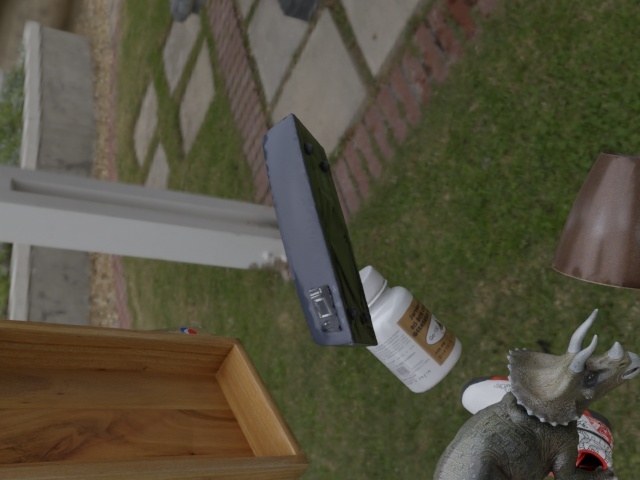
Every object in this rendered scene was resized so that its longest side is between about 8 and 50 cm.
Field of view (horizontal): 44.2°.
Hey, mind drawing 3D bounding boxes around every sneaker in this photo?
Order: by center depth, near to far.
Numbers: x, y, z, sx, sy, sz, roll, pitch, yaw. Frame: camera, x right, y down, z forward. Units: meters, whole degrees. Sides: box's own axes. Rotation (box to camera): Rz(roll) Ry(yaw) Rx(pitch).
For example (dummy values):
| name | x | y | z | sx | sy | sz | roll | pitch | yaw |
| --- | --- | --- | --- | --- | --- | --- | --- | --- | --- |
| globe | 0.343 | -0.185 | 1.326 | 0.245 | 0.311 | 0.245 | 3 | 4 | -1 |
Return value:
| name | x | y | z | sx | sy | sz | roll | pitch | yaw |
| --- | --- | --- | --- | --- | --- | --- | --- | --- | --- |
| sneaker | 0.369 | 0.325 | 1.354 | 0.145 | 0.270 | 0.090 | -52 | -23 | -64 |

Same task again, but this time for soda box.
| name | x | y | z | sx | sy | sz | roll | pitch | yaw |
| --- | --- | --- | --- | --- | --- | --- | --- | --- | --- |
| soda box | -0.311 | 0.225 | 1.697 | 0.058 | 0.181 | 0.061 | 24 | 100 | 27 |

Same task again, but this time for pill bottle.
| name | x | y | z | sx | sy | sz | roll | pitch | yaw |
| --- | --- | --- | --- | --- | --- | --- | --- | --- | --- |
| pill bottle | 0.139 | 0.160 | 1.456 | 0.131 | 0.229 | 0.131 | -45 | 7 | 7 |

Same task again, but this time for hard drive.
| name | x | y | z | sx | sy | sz | roll | pitch | yaw |
| --- | --- | --- | --- | --- | --- | --- | --- | --- | --- |
| hard drive | 0.000 | 0.000 | 0.890 | 0.172 | 0.054 | 0.254 | 31 | -138 | -75 |

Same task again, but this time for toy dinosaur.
| name | x | y | z | sx | sy | sz | roll | pitch | yaw |
| --- | --- | --- | --- | --- | --- | --- | --- | --- | --- |
| toy dinosaur | 0.171 | 0.214 | 0.741 | 0.313 | 0.160 | 0.121 | -44 | 20 | -3 |

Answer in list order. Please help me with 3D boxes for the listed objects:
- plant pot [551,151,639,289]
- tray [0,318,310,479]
| name | x | y | z | sx | sy | sz | roll | pitch | yaw |
| --- | --- | --- | --- | --- | --- | --- | --- | --- | --- |
| plant pot | 0.563 | -0.046 | 1.483 | 0.215 | 0.215 | 0.230 | 26 | 112 | 61 |
| tray | -0.226 | 0.181 | 0.807 | 0.076 | 0.411 | 0.203 | -58 | 45 | 23 |
